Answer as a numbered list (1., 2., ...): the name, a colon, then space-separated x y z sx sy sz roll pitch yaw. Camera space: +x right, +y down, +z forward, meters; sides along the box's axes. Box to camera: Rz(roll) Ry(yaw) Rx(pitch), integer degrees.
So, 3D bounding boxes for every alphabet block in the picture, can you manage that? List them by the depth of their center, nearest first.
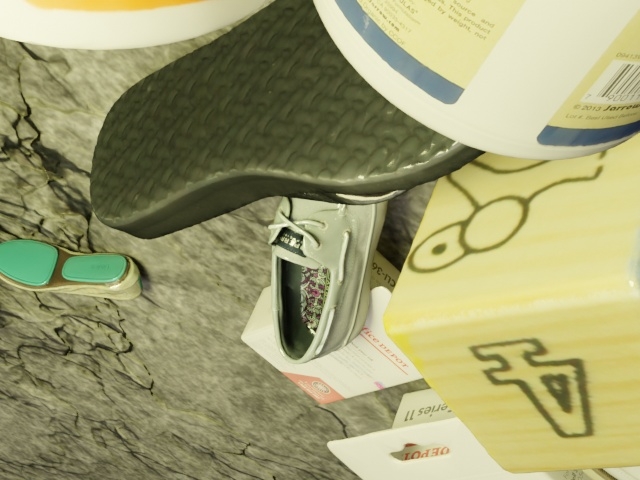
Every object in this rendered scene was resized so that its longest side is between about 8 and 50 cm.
1. alphabet block: 0.194 0.036 0.865 0.197 0.192 0.193 -12 129 40

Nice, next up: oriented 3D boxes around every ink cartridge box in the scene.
1. ink cartridge box: 0.035 0.077 1.108 0.115 0.067 0.198 42 142 -22
2. ink cartridge box: 0.199 0.235 1.166 0.207 0.119 0.353 -20 127 44

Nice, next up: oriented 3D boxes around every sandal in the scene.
1. sandal: -0.007 -0.091 0.874 0.107 0.167 0.446 20 161 -38

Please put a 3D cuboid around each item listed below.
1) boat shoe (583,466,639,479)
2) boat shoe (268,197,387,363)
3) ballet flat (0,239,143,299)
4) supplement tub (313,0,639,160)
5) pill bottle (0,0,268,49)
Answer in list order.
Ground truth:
1. boat shoe: 0.337 0.180 1.040 0.302 0.113 0.103 25 144 -19
2. boat shoe: -0.001 0.000 0.966 0.079 0.081 0.227 20 122 30
3. ballet flat: -0.259 0.037 1.237 0.168 0.057 0.052 8 151 21
4. supplement tub: 0.141 -0.208 0.557 0.228 0.228 0.316 27 144 -4
5. pill bottle: -0.101 -0.305 0.532 0.224 0.224 0.392 17 129 10
